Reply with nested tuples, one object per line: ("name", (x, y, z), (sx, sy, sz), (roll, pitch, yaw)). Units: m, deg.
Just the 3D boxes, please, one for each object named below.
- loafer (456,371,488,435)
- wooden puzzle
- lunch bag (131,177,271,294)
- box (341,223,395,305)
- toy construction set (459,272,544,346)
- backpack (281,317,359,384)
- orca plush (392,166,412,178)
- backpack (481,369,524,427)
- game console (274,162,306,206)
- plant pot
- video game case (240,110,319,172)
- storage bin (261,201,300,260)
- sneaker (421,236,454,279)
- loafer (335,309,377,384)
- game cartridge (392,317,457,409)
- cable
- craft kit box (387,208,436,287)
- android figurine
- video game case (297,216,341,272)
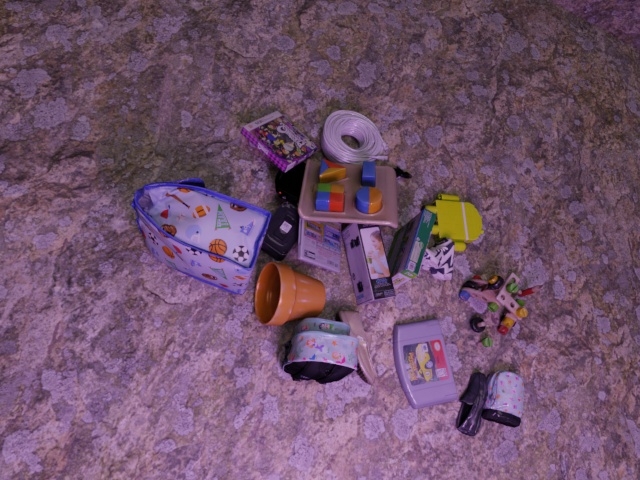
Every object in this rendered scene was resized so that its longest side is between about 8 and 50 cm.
("loafer", (0.535, 0.573, 1.604), (0.078, 0.076, 0.223), (26, 69, -14))
("wooden puzzle", (0.108, -0.190, 1.614), (0.347, 0.081, 0.322), (7, 46, 0))
("lunch bag", (-0.375, -0.019, 1.413), (0.385, 0.328, 0.239), (19, 64, -6))
("box", (0.167, 0.077, 1.619), (0.087, 0.169, 0.290), (-7, 78, -17))
("toy construction set", (0.714, 0.213, 1.696), (0.308, 0.237, 0.258), (-20, 78, -22))
("backpack", (0.006, 0.350, 1.432), (0.225, 0.253, 0.191), (13, 68, -11))
("orca plush", (0.244, -0.233, 1.792), (0.287, 0.102, 0.151), (-14, 76, -20))
("backpack", (0.659, 0.561, 1.625), (0.151, 0.115, 0.182), (20, 64, -6))
("game console", (0.004, -0.175, 1.698), (0.361, 0.044, 0.213), (27, 43, -10))
("plant pot", (-0.094, 0.184, 1.508), (0.187, 0.205, 0.205), (11, 68, -30))
("video game case", (-0.151, -0.381, 1.720), (0.232, 0.042, 0.210), (43, 46, 7))
("storage bin", (-0.135, -0.032, 1.621), (0.122, 0.084, 0.180), (36, 66, -1))
("sneaker", (0.438, 0.039, 1.715), (0.235, 0.094, 0.153), (32, 65, -33))
("loafer", (0.140, 0.356, 1.553), (0.092, 0.102, 0.269), (-19, 76, -15))
("game cartridge", (0.364, 0.437, 1.618), (0.196, 0.060, 0.294), (-7, 73, -14))
("cable", (0.126, -0.403, 1.823), (0.257, 0.089, 0.257), (-11, 71, -21))
("craft kit box", (0.309, 0.040, 1.636), (0.061, 0.246, 0.250), (27, 66, -9))
("android figurine", (0.545, -0.076, 1.849), (0.272, 0.056, 0.248), (3, 70, -15))
("video game case", (0.000, 0.000, 1.623), (0.212, 0.023, 0.193), (23, 61, -44))
